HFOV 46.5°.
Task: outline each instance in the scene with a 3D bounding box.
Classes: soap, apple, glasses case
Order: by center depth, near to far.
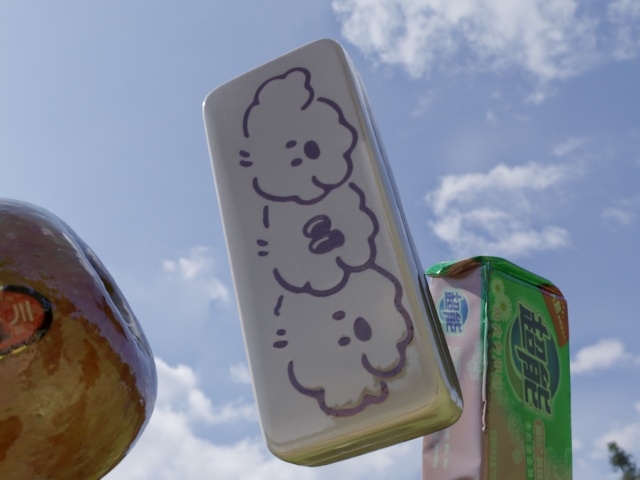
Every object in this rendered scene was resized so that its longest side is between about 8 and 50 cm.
[{"bbox_3d":[0.000,0.000,0.604,0.143,0.337,0.076,-23,-28,14],"label":"glasses case"},{"bbox_3d":[0.192,0.169,0.792,0.217,0.274,0.098,23,-25,-40],"label":"soap"},{"bbox_3d":[-0.410,0.142,0.937,0.333,0.400,0.400,-30,-39,-10],"label":"apple"}]
